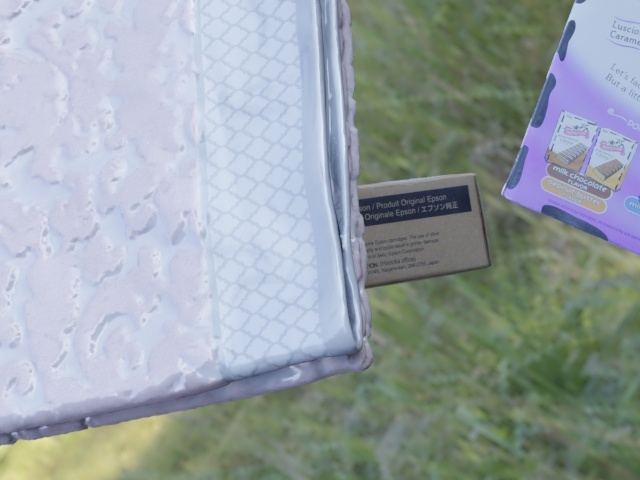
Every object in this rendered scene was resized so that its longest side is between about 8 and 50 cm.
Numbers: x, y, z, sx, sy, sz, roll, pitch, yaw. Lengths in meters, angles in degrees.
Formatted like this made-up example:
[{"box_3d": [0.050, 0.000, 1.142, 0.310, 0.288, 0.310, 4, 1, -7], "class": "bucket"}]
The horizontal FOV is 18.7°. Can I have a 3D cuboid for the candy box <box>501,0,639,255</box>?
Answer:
[{"box_3d": [0.210, -0.085, 1.036, 0.070, 0.165, 0.196, -43, -25, -61], "class": "candy box"}]

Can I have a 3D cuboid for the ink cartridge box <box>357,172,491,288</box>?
[{"box_3d": [0.000, 0.000, 1.674, 0.235, 0.193, 0.088, -7, 92, 60], "class": "ink cartridge box"}]

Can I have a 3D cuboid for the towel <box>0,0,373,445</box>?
[{"box_3d": [-0.125, -0.041, 1.315, 0.317, 0.053, 0.331, -12, 66, 18], "class": "towel"}]
